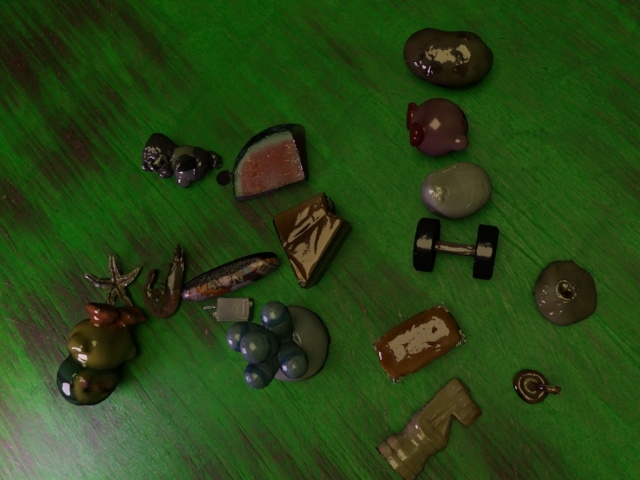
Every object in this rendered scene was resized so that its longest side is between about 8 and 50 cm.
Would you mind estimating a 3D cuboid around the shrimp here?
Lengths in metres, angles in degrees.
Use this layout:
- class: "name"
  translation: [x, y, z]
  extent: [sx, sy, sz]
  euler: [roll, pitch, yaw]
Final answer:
- class: "shrimp"
  translation: [-0.505, 0.128, 1.920]
  extent: [0.144, 0.052, 0.250]
  euler: [16, 88, 19]

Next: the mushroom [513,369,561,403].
- class: "mushroom"
  translation: [0.580, 0.393, 1.575]
  extent: [0.130, 0.073, 0.088]
  euler: [2, 65, 49]

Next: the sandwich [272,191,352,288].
- class: "sandwich"
  translation: [0.000, 0.000, 1.746]
  extent: [0.198, 0.155, 0.227]
  euler: [-25, 77, 11]

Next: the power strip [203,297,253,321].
- class: "power strip"
  translation: [-0.288, 0.215, 1.854]
  extent: [0.175, 0.042, 0.075]
  euler: [0, 82, 16]

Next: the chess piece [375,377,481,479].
- class: "chess piece"
  translation: [0.302, 0.514, 1.626]
  extent: [0.301, 0.137, 0.137]
  euler: [-44, 74, -6]

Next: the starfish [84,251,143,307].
- class: "starfish"
  translation: [-0.663, 0.136, 1.961]
  extent: [0.176, 0.053, 0.208]
  euler: [-28, 88, 0]

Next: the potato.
- class: "potato"
  translation: [0.366, -0.528, 1.728]
  extent: [0.263, 0.165, 0.164]
  euler: [14, 86, 23]

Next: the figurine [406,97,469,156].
- class: "figurine"
  translation: [0.338, -0.323, 1.698]
  extent: [0.173, 0.173, 0.173]
  euler: [-2, 82, 15]

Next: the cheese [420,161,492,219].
- class: "cheese"
  translation: [0.381, -0.136, 1.647]
  extent: [0.189, 0.198, 0.154]
  euler: [-27, 84, 5]

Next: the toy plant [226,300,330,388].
- class: "toy plant"
  translation: [-0.125, 0.293, 1.651]
  extent: [0.247, 0.332, 0.247]
  euler: [-2, 83, 17]

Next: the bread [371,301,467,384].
- class: "bread"
  translation: [0.273, 0.283, 1.662]
  extent: [0.241, 0.107, 0.136]
  euler: [-32, 78, 9]

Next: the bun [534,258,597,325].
- class: "bun"
  translation: [0.651, 0.137, 1.574]
  extent: [0.167, 0.113, 0.173]
  euler: [-30, 78, 9]

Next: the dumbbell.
- class: "dumbbell"
  translation: [0.375, 0.022, 1.645]
  extent: [0.218, 0.152, 0.152]
  euler: [7, 84, 16]

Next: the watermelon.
- class: "watermelon"
  translation: [-0.155, -0.232, 1.833]
  extent: [0.226, 0.148, 0.318]
  euler: [42, 95, 8]

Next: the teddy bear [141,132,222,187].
- class: "teddy bear"
  translation: [-0.465, -0.246, 1.908]
  extent: [0.251, 0.171, 0.144]
  euler: [21, 108, 11]

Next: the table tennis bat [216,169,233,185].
- class: "table tennis bat"
  translation: [-0.302, -0.210, 1.935]
  extent: [0.083, 0.007, 0.050]
  euler: [-24, 77, 12]

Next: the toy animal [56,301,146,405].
- class: "toy animal"
  translation: [-0.710, 0.353, 1.878]
  extent: [0.191, 0.216, 0.338]
  euler: [23, 92, 44]

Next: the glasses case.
- class: "glasses case"
  translation: [-0.278, 0.112, 1.823]
  extent: [0.321, 0.122, 0.082]
  euler: [-22, 76, 11]
